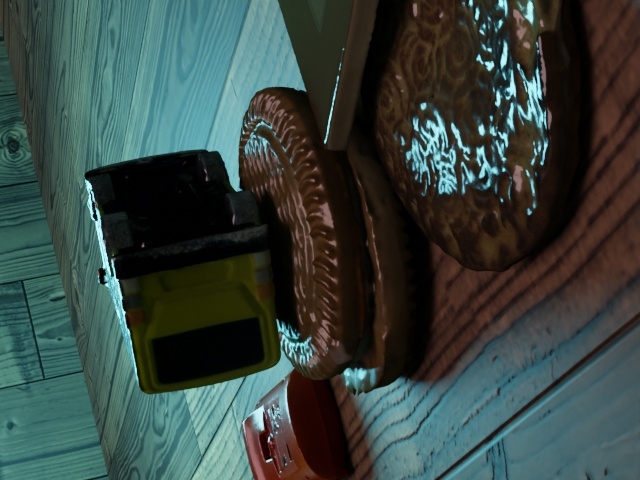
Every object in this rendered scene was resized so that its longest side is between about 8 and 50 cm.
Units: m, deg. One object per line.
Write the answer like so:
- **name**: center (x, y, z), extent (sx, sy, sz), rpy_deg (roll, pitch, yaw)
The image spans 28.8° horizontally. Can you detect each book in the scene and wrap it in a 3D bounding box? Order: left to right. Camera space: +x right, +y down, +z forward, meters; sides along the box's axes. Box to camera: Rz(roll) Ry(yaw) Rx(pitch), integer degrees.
- **book**: center (-0.007, -0.248, 0.918), extent (0.217, 0.021, 0.310), rpy_deg (101, 160, -46)

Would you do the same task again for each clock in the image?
- **clock**: center (-0.027, 0.191, 1.219), extent (0.155, 0.061, 0.113), rpy_deg (131, 127, -64)

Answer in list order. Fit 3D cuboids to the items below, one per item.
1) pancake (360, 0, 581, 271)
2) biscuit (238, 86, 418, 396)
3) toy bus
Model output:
- **pancake**: center (0.080, -0.122, 0.788), extent (0.288, 0.033, 0.286), rpy_deg (-176, 78, -70)
- **biscuit**: center (0.000, 0.000, 1.002), extent (0.259, 0.079, 0.259), rpy_deg (169, 90, -73)
- **toy bus**: center (-0.122, 0.017, 1.057), extent (0.262, 0.128, 0.150), rpy_deg (-131, 31, -67)
